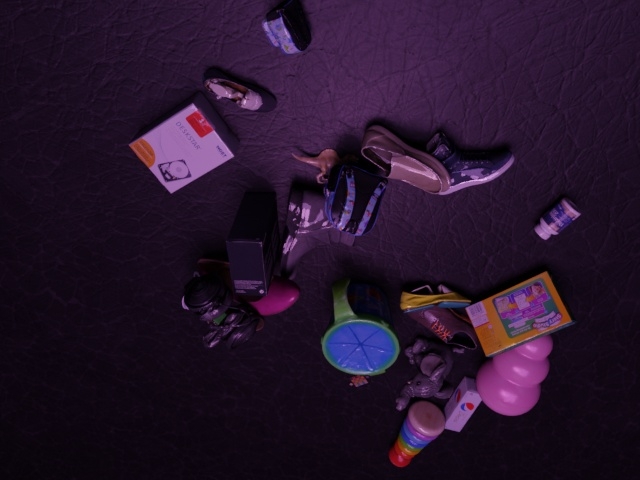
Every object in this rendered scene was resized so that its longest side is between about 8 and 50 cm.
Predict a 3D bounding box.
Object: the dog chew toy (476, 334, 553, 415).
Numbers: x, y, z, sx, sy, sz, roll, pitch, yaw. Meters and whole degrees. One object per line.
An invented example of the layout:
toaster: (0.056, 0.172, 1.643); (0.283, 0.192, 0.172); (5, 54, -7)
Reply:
dog chew toy: (0.640, 0.404, 1.918); (0.206, 0.206, 0.332); (15, 116, -4)

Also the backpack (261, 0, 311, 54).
backpack: (-0.078, -0.506, 1.417); (0.084, 0.105, 0.114); (-5, 128, 37)

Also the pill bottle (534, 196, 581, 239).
pill bottle: (0.664, -0.059, 1.666); (0.067, 0.067, 0.120); (32, 121, -15)

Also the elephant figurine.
elephant figurine: (0.360, 0.449, 1.941); (0.169, 0.239, 0.186); (31, 122, -14)

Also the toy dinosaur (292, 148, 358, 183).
toy dinosaur: (0.012, -0.210, 1.651); (0.183, 0.053, 0.093); (0, 110, -3)

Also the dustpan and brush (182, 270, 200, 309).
dustpan and brush: (-0.390, 0.170, 1.935); (0.147, 0.060, 0.211); (3, 125, 3)

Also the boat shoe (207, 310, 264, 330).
boat shoe: (-0.287, 0.271, 2.001); (0.190, 0.068, 0.072); (12, 159, -12)

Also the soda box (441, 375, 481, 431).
soda box: (0.508, 0.588, 2.122); (0.069, 0.074, 0.216); (15, 125, -6)

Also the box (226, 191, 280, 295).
box: (-0.184, 0.004, 1.679); (0.103, 0.261, 0.184); (3, 124, 4)

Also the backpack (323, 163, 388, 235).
backpack: (0.082, -0.105, 1.586); (0.158, 0.117, 0.173); (15, 88, -27)

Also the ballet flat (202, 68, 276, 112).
ballet flat: (-0.214, -0.378, 1.536); (0.203, 0.074, 0.074); (24, 123, -11)

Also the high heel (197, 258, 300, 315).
high heel: (-0.225, 0.125, 1.766); (0.377, 0.127, 0.181); (-6, 139, 47)

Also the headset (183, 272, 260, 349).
headset: (-0.300, 0.225, 1.707); (0.243, 0.185, 0.394); (48, 161, -12)

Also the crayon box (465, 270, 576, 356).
crayon box: (0.606, 0.228, 1.804); (0.278, 0.165, 0.081); (-29, 156, 23)

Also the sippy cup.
sippy cup: (0.128, 0.259, 1.845); (0.240, 0.224, 0.305); (12, 124, -1)

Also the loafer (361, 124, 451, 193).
loafer: (0.215, -0.196, 1.556); (0.268, 0.092, 0.102); (34, 151, 10)

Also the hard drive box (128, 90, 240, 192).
hard drive box: (-0.370, -0.265, 1.618); (0.232, 0.089, 0.181); (-27, 118, 22)

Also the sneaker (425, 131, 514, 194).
sneaker: (0.385, -0.226, 1.569); (0.226, 0.086, 0.163); (-21, 122, 20)

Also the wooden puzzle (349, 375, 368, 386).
wooden puzzle: (0.140, 0.506, 2.145); (0.083, 0.006, 0.049); (-25, 119, 21)

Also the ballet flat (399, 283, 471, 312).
ballet flat: (0.359, 0.177, 1.851); (0.231, 0.077, 0.077); (-5, 164, -10)

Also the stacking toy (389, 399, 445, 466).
stacking toy: (0.343, 0.748, 2.221); (0.141, 0.141, 0.330); (16, 128, -5)

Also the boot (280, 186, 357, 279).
boot: (0.000, 0.000, 1.754); (0.222, 0.118, 0.338); (7, 130, -7)

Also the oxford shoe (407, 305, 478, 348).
oxford shoe: (0.392, 0.266, 1.898); (0.271, 0.098, 0.097); (22, 124, -9)
